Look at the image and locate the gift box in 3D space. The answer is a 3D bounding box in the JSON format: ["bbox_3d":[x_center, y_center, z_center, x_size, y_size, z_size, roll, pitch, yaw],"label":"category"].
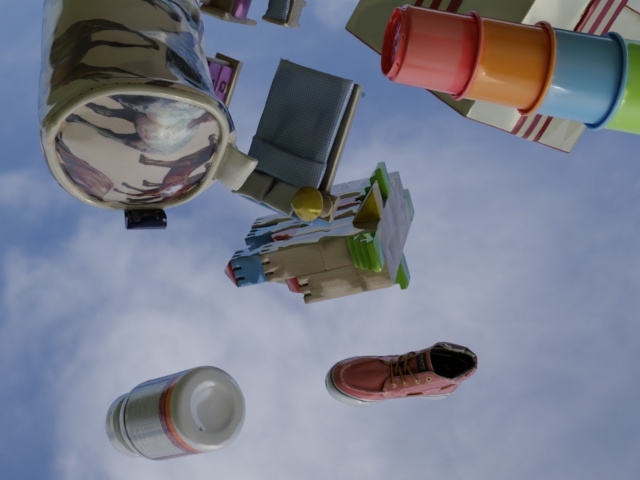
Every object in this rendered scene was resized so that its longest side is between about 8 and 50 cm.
[{"bbox_3d":[0.210,-0.271,1.215,0.255,0.276,0.258,41,-70,33],"label":"gift box"}]

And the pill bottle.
[{"bbox_3d":[-0.216,0.256,1.615,0.221,0.121,0.121,-21,-141,49],"label":"pill bottle"}]

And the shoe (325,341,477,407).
[{"bbox_3d":[0.098,0.154,1.321,0.178,0.081,0.063,3,-120,-26],"label":"shoe"}]

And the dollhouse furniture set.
[{"bbox_3d":[-0.092,-0.195,1.405,0.303,0.198,0.286,26,-78,34],"label":"dollhouse furniture set"}]

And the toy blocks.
[{"bbox_3d":[0.000,0.000,1.827,0.261,0.190,0.381,-12,-161,15],"label":"toy blocks"}]

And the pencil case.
[{"bbox_3d":[-0.180,-0.200,1.090,0.160,0.183,0.410,-47,-144,29],"label":"pencil case"}]

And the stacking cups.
[{"bbox_3d":[0.209,-0.132,0.925,0.316,0.096,0.096,6,-131,-13],"label":"stacking cups"}]
